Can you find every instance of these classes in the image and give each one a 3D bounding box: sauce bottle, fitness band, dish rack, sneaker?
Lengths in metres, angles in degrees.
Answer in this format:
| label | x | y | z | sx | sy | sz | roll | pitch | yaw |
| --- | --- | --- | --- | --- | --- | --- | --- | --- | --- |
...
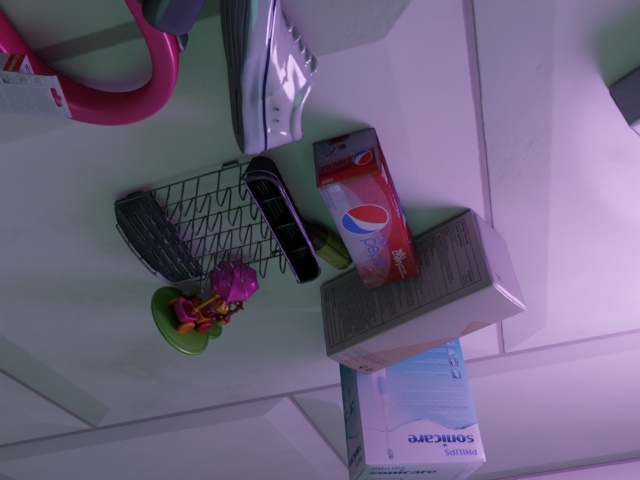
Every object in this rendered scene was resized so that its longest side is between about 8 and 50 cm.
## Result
| label | x | y | z | sx | sy | sz | roll | pitch | yaw |
| --- | --- | --- | --- | --- | --- | --- | --- | --- | --- |
| sauce bottle | 0.000 | 0.000 | 0.990 | 0.042 | 0.042 | 0.128 | -29 | 131 | 28 |
| fitness band | -0.256 | -0.229 | 0.626 | 0.209 | 0.054 | 0.291 | -6 | 144 | 12 |
| dish rack | -0.153 | -0.007 | 0.913 | 0.272 | 0.074 | 0.208 | -14 | 131 | 13 |
| sneaker | -0.052 | -0.202 | 0.690 | 0.091 | 0.094 | 0.258 | -16 | 150 | -16 |

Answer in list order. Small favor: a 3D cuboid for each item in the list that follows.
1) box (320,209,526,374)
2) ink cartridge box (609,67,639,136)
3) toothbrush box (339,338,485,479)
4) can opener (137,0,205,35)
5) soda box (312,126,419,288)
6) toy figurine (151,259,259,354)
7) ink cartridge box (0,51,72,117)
| label | x | y | z | sx | sy | sz | roll | pitch | yaw |
| --- | --- | --- | --- | --- | --- | --- | --- | --- | --- |
| box | 0.159 | 0.094 | 1.051 | 0.311 | 0.148 | 0.121 | -28 | 138 | 29 |
| ink cartridge box | 0.469 | -0.184 | 0.773 | 0.127 | 0.072 | 0.175 | 25 | 134 | -35 |
| toothbrush box | 0.156 | 0.287 | 1.182 | 0.216 | 0.295 | 0.126 | 2 | 142 | -10 |
| can opener | -0.052 | -0.294 | 0.518 | 0.095 | 0.076 | 0.283 | 11 | 127 | -41 |
| soda box | 0.071 | -0.036 | 0.916 | 0.092 | 0.083 | 0.263 | -14 | 142 | 12 |
| toy figurine | -0.164 | 0.098 | 1.061 | 0.159 | 0.130 | 0.173 | -33 | 158 | 19 |
| ink cartridge box | -0.321 | -0.163 | 0.665 | 0.115 | 0.029 | 0.063 | 5 | 146 | -1 |
